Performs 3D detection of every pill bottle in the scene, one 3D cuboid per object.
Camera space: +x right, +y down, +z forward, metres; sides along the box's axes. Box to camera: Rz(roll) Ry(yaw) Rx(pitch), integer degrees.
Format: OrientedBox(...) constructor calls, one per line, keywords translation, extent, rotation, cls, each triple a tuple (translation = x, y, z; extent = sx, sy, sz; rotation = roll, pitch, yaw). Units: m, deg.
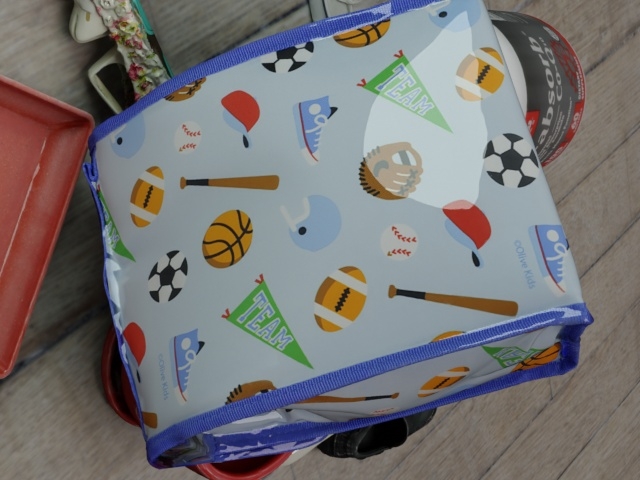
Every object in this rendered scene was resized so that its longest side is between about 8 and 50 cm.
OrientedBox(translation=(0.159, -0.162, 1.350), extent=(0.363, 0.210, 0.210), rotation=(-17, 115, -60), cls="pill bottle")

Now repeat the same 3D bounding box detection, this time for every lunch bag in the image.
OrientedBox(translation=(0.000, 0.000, 1.030), extent=(0.239, 0.385, 0.328), rotation=(66, 7, -68), cls="lunch bag")

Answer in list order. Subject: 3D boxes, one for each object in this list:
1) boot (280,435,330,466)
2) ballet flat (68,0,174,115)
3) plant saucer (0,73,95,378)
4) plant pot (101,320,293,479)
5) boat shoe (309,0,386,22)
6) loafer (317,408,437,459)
OrientedBox(translation=(0.001, 0.138, 1.419), extent=(0.244, 0.088, 0.176), rotation=(-33, 124, -34), cls="boot")
OrientedBox(translation=(-0.189, -0.183, 1.101), extent=(0.077, 0.091, 0.241), rotation=(-25, 120, -8), cls="ballet flat")
OrientedBox(translation=(-0.333, -0.026, 0.995), extent=(0.259, 0.047, 0.258), rotation=(22, 85, -55), cls="plant saucer")
OrientedBox(translation=(-0.119, 0.136, 1.206), extent=(0.191, 0.174, 0.191), rotation=(-19, 116, -45), cls="plant pot")
OrientedBox(translation=(0.044, -0.313, 1.315), extent=(0.096, 0.088, 0.268), rotation=(-32, 124, -39), cls="boat shoe")
OrientedBox(translation=(0.089, 0.247, 1.558), extent=(0.223, 0.078, 0.076), rotation=(-9, 109, -48), cls="loafer")
